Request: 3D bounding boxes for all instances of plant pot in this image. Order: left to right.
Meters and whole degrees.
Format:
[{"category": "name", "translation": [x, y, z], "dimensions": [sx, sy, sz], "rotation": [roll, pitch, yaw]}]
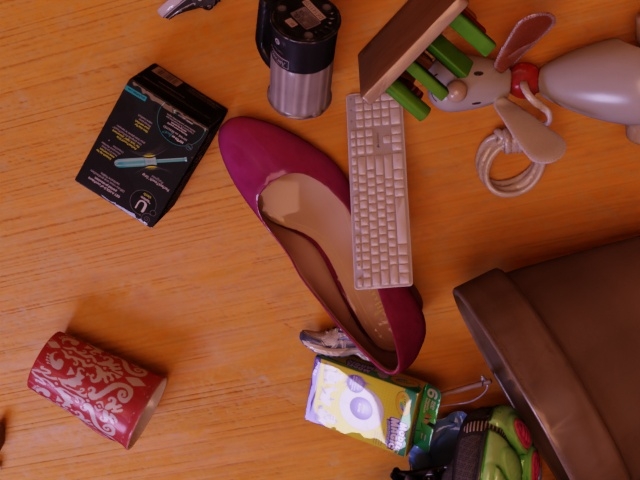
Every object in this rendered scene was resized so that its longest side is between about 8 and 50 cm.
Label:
[{"category": "plant pot", "translation": [0.360, 0.134, 1.319], "dimensions": [0.280, 0.323, 0.323], "rotation": [-29, 103, 2]}]

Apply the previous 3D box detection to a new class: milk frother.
[{"category": "milk frother", "translation": [-0.001, -0.245, 1.337], "dimensions": [0.143, 0.129, 0.135], "rotation": [-14, 148, -15]}]

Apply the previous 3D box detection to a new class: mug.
[{"category": "mug", "translation": [-0.326, 0.222, 1.551], "dimensions": [0.169, 0.113, 0.150], "rotation": [27, 110, 3]}]

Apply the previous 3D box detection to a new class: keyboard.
[{"category": "keyboard", "translation": [0.073, -0.066, 1.355], "dimensions": [0.072, 0.014, 0.256], "rotation": [-6, 74, 16]}]

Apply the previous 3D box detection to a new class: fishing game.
[{"category": "fishing game", "translation": [0.216, 0.314, 1.529], "dimensions": [0.189, 0.041, 0.264], "rotation": [-24, 106, 23]}]

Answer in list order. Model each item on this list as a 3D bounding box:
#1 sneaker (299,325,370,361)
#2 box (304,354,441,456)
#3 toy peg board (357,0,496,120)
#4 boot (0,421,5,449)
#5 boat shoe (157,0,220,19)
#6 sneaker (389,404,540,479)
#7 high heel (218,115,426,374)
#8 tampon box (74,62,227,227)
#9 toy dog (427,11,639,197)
[{"category": "sneaker", "translation": [0.039, 0.128, 1.490], "dimensions": [0.135, 0.052, 0.058], "rotation": [7, 101, -1]}, {"category": "box", "translation": [0.072, 0.225, 1.495], "dimensions": [0.179, 0.043, 0.105], "rotation": [16, 112, 19]}, {"category": "toy peg board", "translation": [0.127, -0.227, 1.287], "dimensions": [0.079, 0.160, 0.161], "rotation": [39, 112, -18]}, {"category": "boot", "translation": [-0.528, 0.314, 1.654], "dimensions": [0.087, 0.042, 0.118], "rotation": [17, 111, 6]}, {"category": "boat shoe", "translation": [-0.138, -0.310, 1.357], "dimensions": [0.142, 0.049, 0.040], "rotation": [-30, 103, 16]}, {"category": "sneaker", "translation": [0.145, 0.381, 1.435], "dimensions": [0.202, 0.185, 0.483], "rotation": [26, 134, 12]}, {"category": "high heel", "translation": [0.000, 0.000, 1.373], "dimensions": [0.377, 0.181, 0.127], "rotation": [43, 111, -7]}, {"category": "tampon box", "translation": [-0.217, -0.123, 1.409], "dimensions": [0.120, 0.101, 0.161], "rotation": [33, 112, -2]}, {"category": "toy dog", "translation": [0.299, -0.172, 1.271], "dimensions": [0.333, 0.161, 0.220], "rotation": [-22, 105, 16]}]
